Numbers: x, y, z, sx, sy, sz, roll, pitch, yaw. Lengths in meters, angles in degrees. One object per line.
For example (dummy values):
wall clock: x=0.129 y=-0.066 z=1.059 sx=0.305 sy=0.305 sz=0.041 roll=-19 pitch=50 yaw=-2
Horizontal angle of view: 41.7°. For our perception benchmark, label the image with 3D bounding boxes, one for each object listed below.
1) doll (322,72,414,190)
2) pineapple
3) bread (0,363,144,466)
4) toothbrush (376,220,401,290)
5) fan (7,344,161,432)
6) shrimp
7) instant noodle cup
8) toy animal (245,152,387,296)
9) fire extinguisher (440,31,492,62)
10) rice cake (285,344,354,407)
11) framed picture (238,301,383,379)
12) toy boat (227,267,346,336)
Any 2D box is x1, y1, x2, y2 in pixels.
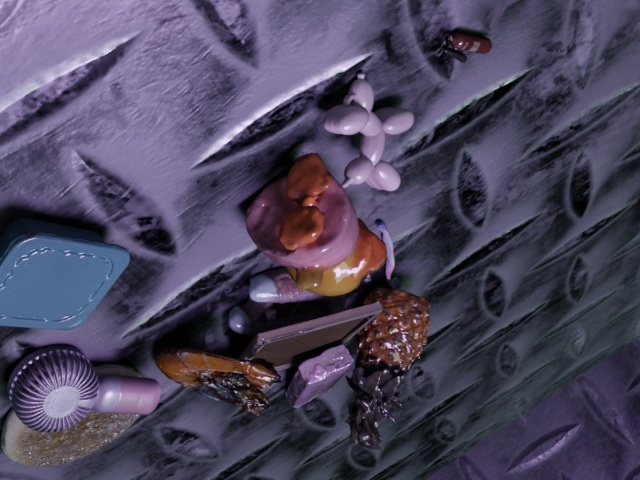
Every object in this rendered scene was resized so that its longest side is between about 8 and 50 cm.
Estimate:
doll: x=0.066 y=-0.152 z=1.196 sx=0.160 sy=0.059 sz=0.161 roll=3 pitch=101 yaw=-50
pineapple: x=0.116 y=0.250 z=1.637 sx=0.141 sy=0.170 sz=0.310 roll=20 pitch=79 yaw=-28
bread: x=-0.413 y=0.305 z=1.432 sx=0.267 sy=0.040 sz=0.267 roll=-25 pitch=148 yaw=-17
toothbrush: x=0.129 y=0.034 z=1.584 sx=0.027 sy=0.021 sz=0.269 roll=-41 pitch=151 yaw=-13
fan: x=-0.362 y=0.237 z=1.313 sx=0.244 sy=0.074 sz=0.130 roll=15 pitch=103 yaw=-40
shrimp: x=-0.142 y=0.243 z=1.459 sx=0.222 sy=0.054 sz=0.290 roll=-7 pitch=149 yaw=33
instant noodle cup: x=-0.355 y=0.039 z=1.085 sx=0.157 sy=0.070 sz=0.179 roll=-48 pitch=146 yaw=20
toy animal: x=-0.003 y=0.001 z=1.286 sx=0.169 sy=0.195 sz=0.281 roll=-3 pitch=157 yaw=27
fire extinguisher: x=0.201 y=-0.280 z=1.215 sx=0.100 sy=0.032 sz=0.046 roll=-3 pitch=172 yaw=-41
rice cake: x=-0.009 y=0.279 z=1.703 sx=0.106 sy=0.050 sz=0.298 roll=-24 pitch=165 yaw=-15
framed picture: x=-0.042 y=0.194 z=1.531 sx=0.232 sy=0.024 sz=0.315 roll=-12 pitch=163 yaw=-23
toy boat: x=-0.045 y=0.120 z=1.477 sx=0.227 sy=0.085 sz=0.155 roll=-1 pitch=135 yaw=-43
